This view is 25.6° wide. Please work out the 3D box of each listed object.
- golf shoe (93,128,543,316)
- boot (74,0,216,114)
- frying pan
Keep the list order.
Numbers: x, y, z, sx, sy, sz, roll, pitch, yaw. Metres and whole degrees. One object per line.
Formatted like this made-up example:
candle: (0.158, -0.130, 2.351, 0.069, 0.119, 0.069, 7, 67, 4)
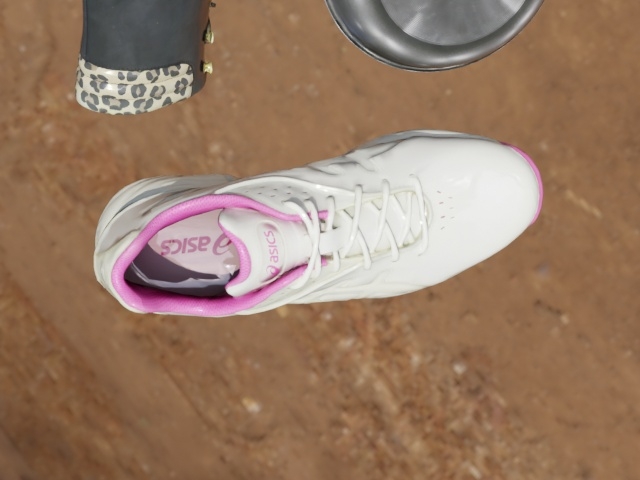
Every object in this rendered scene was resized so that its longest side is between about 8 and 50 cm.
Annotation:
golf shoe: (0.000, 0.000, 0.921, 0.140, 0.306, 0.115, -96, -6, -80)
boot: (-0.079, -0.199, 0.970, 0.085, 0.236, 0.179, 37, 137, 31)
frying pan: (0.052, -0.250, 1.027, 0.326, 0.197, 0.053, 38, -168, -30)
